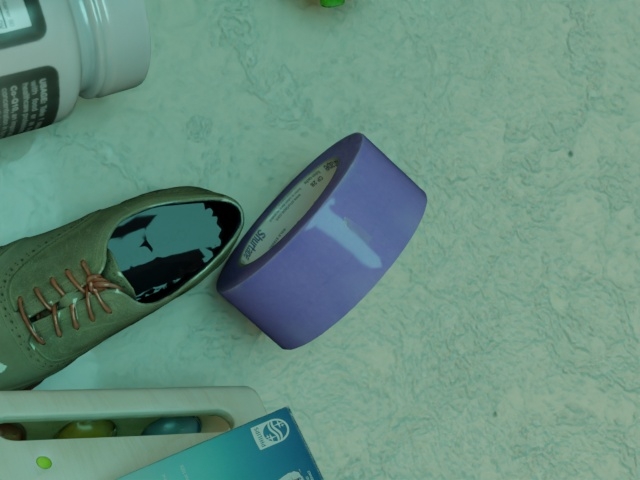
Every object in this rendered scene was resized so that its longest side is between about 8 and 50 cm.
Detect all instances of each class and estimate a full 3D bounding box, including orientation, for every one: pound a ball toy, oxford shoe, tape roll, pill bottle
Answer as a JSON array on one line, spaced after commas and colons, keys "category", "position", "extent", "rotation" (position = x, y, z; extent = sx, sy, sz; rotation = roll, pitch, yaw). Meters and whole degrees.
[{"category": "pound a ball toy", "position": [-0.218, 0.210, 1.145], "extent": [0.319, 0.208, 0.135], "rotation": [2, 41, -32]}, {"category": "oxford shoe", "position": [-0.218, 0.042, 1.163], "extent": [0.348, 0.130, 0.123], "rotation": [-34, 96, -24]}, {"category": "tape roll", "position": [0.000, 0.000, 1.233], "extent": [0.080, 0.189, 0.189], "rotation": [42, 68, -12]}, {"category": "pill bottle", "position": [-0.295, -0.156, 1.143], "extent": [0.283, 0.161, 0.161], "rotation": [-18, 90, -26]}]

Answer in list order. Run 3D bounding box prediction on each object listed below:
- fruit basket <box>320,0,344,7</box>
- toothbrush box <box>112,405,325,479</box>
[{"category": "fruit basket", "position": [-0.006, -0.419, 1.273], "extent": [0.392, 0.283, 0.392], "rotation": [8, 62, -16]}, {"category": "toothbrush box", "position": [-0.121, 0.282, 1.071], "extent": [0.296, 0.216, 0.126], "rotation": [-24, 52, -8]}]
